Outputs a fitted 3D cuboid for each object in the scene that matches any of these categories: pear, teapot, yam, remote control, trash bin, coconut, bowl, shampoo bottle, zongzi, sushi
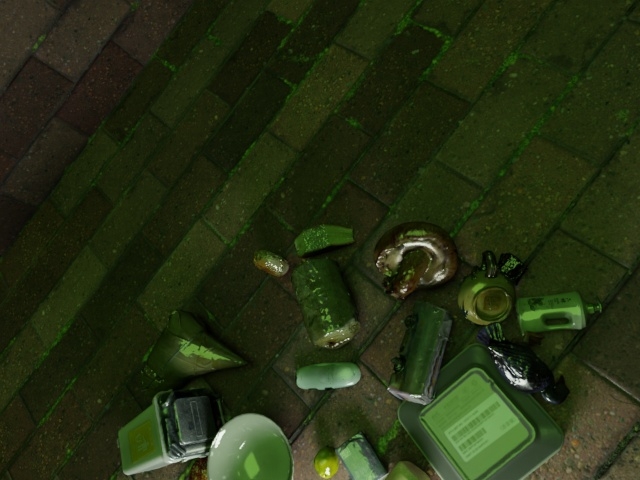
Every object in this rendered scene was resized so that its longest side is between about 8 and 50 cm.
[{"bbox_3d":[0.020,0.741,1.619,0.092,0.092,0.097,-8,28,23],"label":"pear"},{"bbox_3d":[0.511,0.154,1.514,0.173,0.182,0.270,-1,107,1],"label":"teapot"},{"bbox_3d":[0.021,0.227,1.728,0.195,0.195,0.300,-28,63,15],"label":"yam"},{"bbox_3d":[0.022,0.484,1.723,0.256,0.045,0.098,-14,68,24],"label":"remote control"},{"bbox_3d":[-0.561,0.729,1.823,0.367,0.296,0.256,-35,62,27],"label":"trash bin"},{"bbox_3d":[0.257,0.765,1.462,0.147,0.147,0.153,33,87,30],"label":"coconut"},{"bbox_3d":[-0.211,0.773,1.674,0.337,0.157,0.337,-8,70,22],"label":"bowl"},{"bbox_3d":[0.717,0.215,1.453,0.234,0.087,0.118,-12,65,22],"label":"shampoo bottle"},{"bbox_3d":[-0.511,0.516,1.903,0.392,0.174,0.356,30,92,24],"label":"zongzi"},{"bbox_3d":[0.604,0.089,1.548,0.098,0.094,0.084,34,93,25],"label":"sushi"}]

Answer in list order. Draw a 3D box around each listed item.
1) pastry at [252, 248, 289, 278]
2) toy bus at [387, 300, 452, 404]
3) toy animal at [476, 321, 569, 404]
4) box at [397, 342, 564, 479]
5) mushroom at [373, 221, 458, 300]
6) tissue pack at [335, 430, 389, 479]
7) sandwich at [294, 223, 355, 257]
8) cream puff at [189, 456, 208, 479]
[{"bbox_3d":[-0.196,0.087,1.903,0.153,0.153,0.081,22,81,30],"label":"pastry"},{"bbox_3d":[0.323,0.352,1.540,0.137,0.112,0.317,3,62,40],"label":"toy bus"},{"bbox_3d":[0.589,0.349,1.397,0.122,0.298,0.185,-45,19,46],"label":"toy animal"},{"bbox_3d":[0.469,0.554,1.461,0.367,0.090,0.373,-43,61,6],"label":"box"},{"bbox_3d":[0.311,0.066,1.633,0.263,0.195,0.283,37,96,-6],"label":"mushroom"},{"bbox_3d":[0.134,0.722,1.576,0.112,0.051,0.156,-34,59,-5],"label":"tissue pack"},{"bbox_3d":[0.000,0.000,1.868,0.258,0.096,0.094,-17,72,23],"label":"sandwich"},{"bbox_3d":[-0.422,0.871,1.785,0.149,0.084,0.149,-7,72,22],"label":"cream puff"}]
